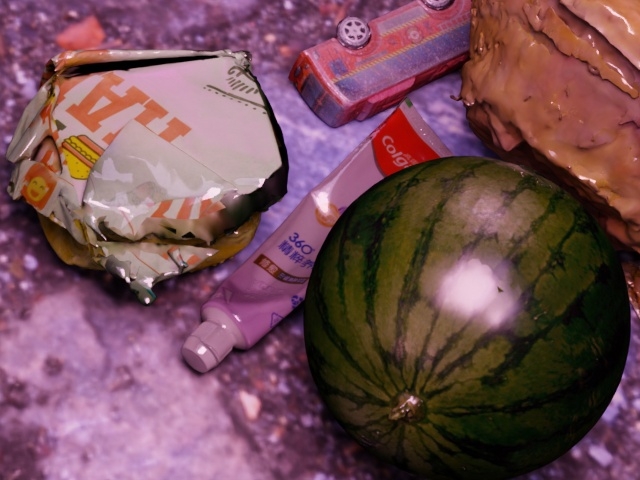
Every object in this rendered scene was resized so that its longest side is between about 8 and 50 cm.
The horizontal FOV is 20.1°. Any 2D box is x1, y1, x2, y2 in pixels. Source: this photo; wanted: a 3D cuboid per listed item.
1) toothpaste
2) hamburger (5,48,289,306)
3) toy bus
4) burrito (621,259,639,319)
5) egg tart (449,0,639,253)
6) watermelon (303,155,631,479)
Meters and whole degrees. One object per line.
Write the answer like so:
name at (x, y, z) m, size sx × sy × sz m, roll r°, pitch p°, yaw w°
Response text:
toothpaste at (0.000, 0.000, 1.438) m, size 0.075 × 0.048 × 0.301 m, roll 38°, pitch 61°, yaw 14°
hamburger at (-0.133, -0.043, 1.393) m, size 0.214 × 0.125 × 0.235 m, roll -12°, pitch 62°, yaw -9°
toy bus at (0.070, -0.162, 1.523) m, size 0.192 × 0.065 × 0.077 m, roll -27°, pitch 78°, yaw -21°
burrito at (0.362, 0.047, 1.470) m, size 0.226 × 0.060 × 0.087 m, roll -4°, pitch 59°, yaw -11°
egg tart at (0.216, -0.095, 1.388) m, size 0.352 × 0.352 × 0.150 m, roll 42°, pitch 91°, yaw 12°
watermelon at (0.107, 0.058, 1.321) m, size 0.242 × 0.242 × 0.242 m, roll 4°, pitch 63°, yaw -8°
